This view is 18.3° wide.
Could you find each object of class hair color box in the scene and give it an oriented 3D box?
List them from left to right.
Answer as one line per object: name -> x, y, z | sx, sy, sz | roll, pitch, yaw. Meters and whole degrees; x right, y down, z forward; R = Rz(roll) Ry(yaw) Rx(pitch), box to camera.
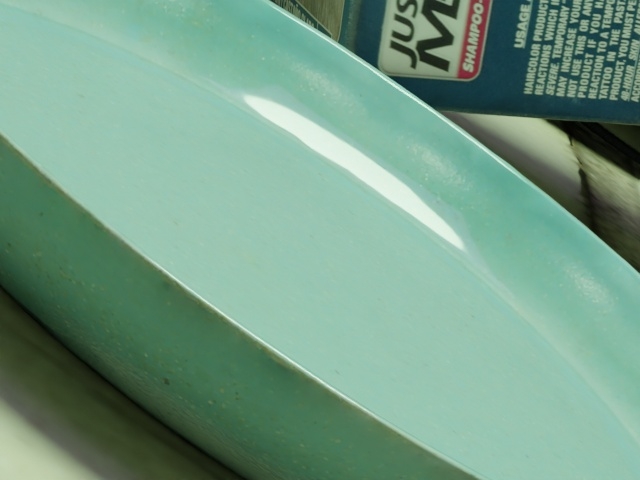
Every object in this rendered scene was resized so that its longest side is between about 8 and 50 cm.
hair color box -> 0.159, -0.115, 0.828 | 0.347, 0.105, 0.174 | 4, 18, -15

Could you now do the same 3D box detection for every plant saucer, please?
plant saucer -> 0.000, 0.000, 0.540 | 0.317, 0.044, 0.317 | 32, 16, -10

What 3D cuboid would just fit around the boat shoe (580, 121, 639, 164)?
boat shoe -> 0.108, -0.133, 1.075 | 0.302, 0.091, 0.114 | 29, -7, -12
